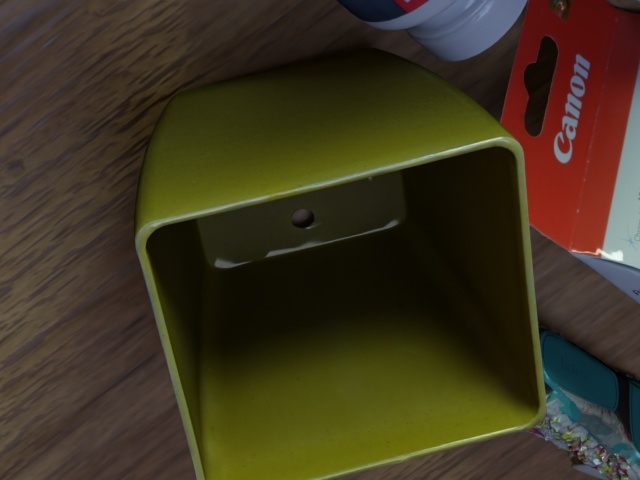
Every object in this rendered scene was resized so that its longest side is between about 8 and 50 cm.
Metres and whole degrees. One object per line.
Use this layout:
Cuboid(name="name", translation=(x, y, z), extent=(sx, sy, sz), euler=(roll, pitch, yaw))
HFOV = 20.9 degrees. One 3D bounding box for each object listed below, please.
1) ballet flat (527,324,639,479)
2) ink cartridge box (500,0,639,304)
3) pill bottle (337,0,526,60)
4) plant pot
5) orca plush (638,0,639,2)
Cuboid(name="ballet flat", translation=(0.201, 0.135, 1.301), extent=(0.077, 0.091, 0.241), euler=(-26, 130, 36))
Cuboid(name="ink cartridge box", translation=(0.215, -0.058, 1.109), extent=(0.066, 0.189, 0.232), euler=(-10, 146, 42))
Cuboid(name="pill bottle", translation=(0.037, -0.184, 0.992), extent=(0.108, 0.108, 0.180), euler=(-46, 126, 12))
Cuboid(name="plant pot", translation=(0.000, 0.000, 1.043), extent=(0.212, 0.187, 0.212), euler=(-14, 127, -5))
Cuboid(name="orca plush", translation=(0.232, -0.200, 1.041), extent=(0.287, 0.102, 0.151), euler=(27, 153, 4))
